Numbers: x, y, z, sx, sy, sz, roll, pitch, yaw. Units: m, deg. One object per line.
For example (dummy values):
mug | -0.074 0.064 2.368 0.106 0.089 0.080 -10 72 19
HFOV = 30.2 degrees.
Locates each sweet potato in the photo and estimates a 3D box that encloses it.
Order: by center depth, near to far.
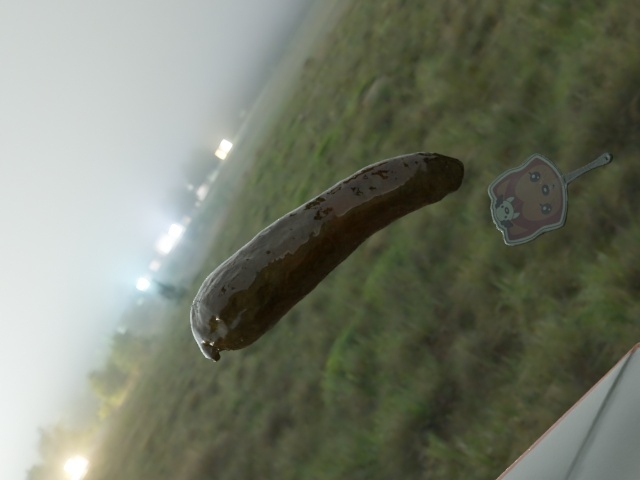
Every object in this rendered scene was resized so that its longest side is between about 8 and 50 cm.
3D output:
sweet potato | 0.000 0.000 1.007 0.273 0.075 0.075 -37 5 -3

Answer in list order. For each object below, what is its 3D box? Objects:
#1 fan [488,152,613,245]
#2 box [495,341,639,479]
fan | 0.356 -0.081 1.833 0.220 0.009 0.132 -29 65 32
box | 0.236 0.272 0.688 0.318 0.257 0.349 -44 12 -9
